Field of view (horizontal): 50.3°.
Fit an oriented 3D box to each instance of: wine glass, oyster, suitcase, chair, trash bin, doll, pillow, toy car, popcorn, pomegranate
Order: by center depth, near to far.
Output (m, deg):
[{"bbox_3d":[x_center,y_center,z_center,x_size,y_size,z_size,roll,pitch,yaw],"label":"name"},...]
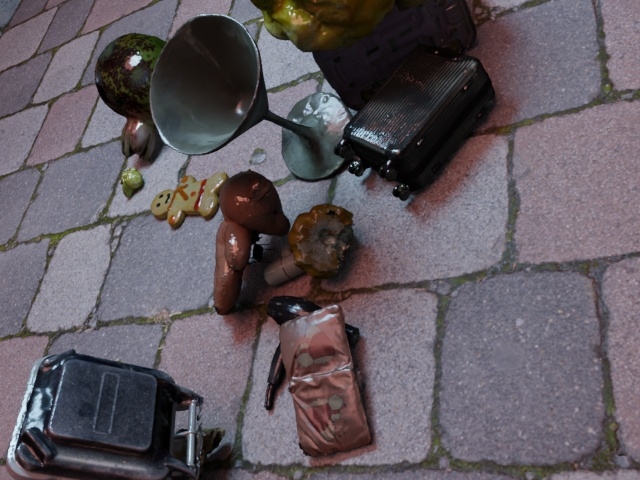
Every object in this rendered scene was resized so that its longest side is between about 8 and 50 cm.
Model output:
[{"bbox_3d":[-0.395,0.404,1.189,0.256,0.295,0.368,-104,35,-53],"label":"trash bin"},{"bbox_3d":[0.006,0.246,1.193,0.135,0.049,0.249,-20,64,14],"label":"pillow"},{"bbox_3d":[-0.268,0.454,1.241,0.222,0.083,0.214,-30,37,36],"label":"oyster"},{"bbox_3d":[-0.112,-0.254,1.383,0.267,0.406,0.267,-6,79,31],"label":"wine glass"},{"bbox_3d":[0.192,-0.246,1.384,0.312,0.128,0.202,-51,45,-6],"label":"suitcase"},{"bbox_3d":[-0.145,0.007,1.408,0.201,0.156,0.304,-147,65,-71],"label":"doll"},{"bbox_3d":[-0.141,0.029,1.486,0.086,0.037,0.042,-6,66,27],"label":"chair"},{"bbox_3d":[0.147,-0.482,1.509,0.335,0.242,0.226,-26,50,16],"label":"toy car"},{"bbox_3d":[-0.525,-0.162,1.881,0.068,0.059,0.083,12,75,40],"label":"popcorn"},{"bbox_3d":[-0.497,-0.394,1.907,0.284,0.285,0.341,10,88,39],"label":"pomegranate"}]

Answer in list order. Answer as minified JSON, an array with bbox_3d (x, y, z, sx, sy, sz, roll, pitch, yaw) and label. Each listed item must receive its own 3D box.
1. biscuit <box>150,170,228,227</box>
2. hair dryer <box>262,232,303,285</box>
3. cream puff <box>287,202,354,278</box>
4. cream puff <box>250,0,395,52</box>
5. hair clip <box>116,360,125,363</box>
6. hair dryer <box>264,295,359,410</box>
[{"bbox_3d":[-0.343,-0.103,1.731,0.234,0.030,0.153,-4,55,33],"label":"biscuit"},{"bbox_3d":[-0.078,0.027,1.441,0.082,0.047,0.137,-25,42,19],"label":"hair dryer"},{"bbox_3d":[0.000,0.000,1.344,0.121,0.156,0.156,12,62,4],"label":"cream puff"},{"bbox_3d":[-0.011,-0.543,1.323,0.291,0.257,0.324,-48,46,-2],"label":"cream puff"},{"bbox_3d":[-0.491,0.322,1.515,0.173,0.046,0.072,-29,50,17],"label":"hair clip"},{"bbox_3d":[-0.045,0.221,1.278,0.195,0.075,0.219,18,81,32],"label":"hair dryer"}]
